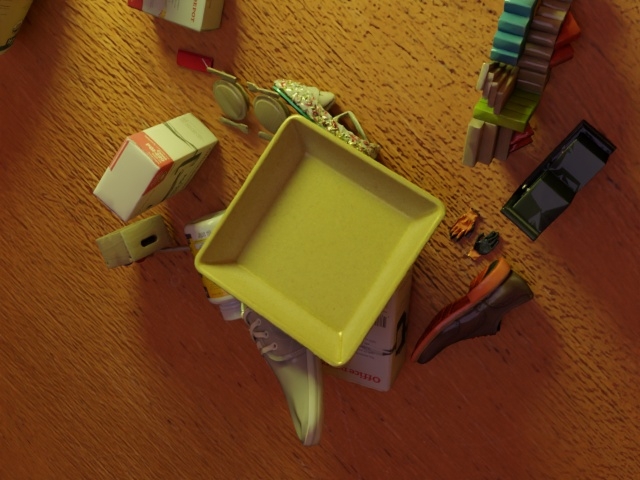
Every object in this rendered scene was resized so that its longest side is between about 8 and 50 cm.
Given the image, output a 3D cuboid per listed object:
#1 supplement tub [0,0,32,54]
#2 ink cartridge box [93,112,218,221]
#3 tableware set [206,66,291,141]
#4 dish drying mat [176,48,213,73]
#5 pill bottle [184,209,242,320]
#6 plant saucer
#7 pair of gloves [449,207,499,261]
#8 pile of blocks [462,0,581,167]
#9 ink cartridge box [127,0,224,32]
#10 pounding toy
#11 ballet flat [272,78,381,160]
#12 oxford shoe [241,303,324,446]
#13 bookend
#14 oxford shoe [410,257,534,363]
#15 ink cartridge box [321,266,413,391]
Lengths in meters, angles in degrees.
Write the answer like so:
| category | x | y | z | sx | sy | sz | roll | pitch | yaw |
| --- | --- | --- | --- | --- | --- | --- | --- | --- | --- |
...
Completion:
| category | x | y | z | sx | sy | sz | roll | pitch | yaw |
| --- | --- | --- | --- | --- | --- | --- | --- | --- | --- |
| supplement tub | -0.684 | -0.552 | 1.507 | 0.228 | 0.228 | 0.316 | 46 | 122 | 5 |
| ink cartridge box | -0.320 | -0.148 | 1.477 | 0.092 | 0.218 | 0.158 | 42 | 122 | 1 |
| tableware set | -0.125 | -0.259 | 1.427 | 0.194 | 0.039 | 0.128 | 26 | 144 | 31 |
| dish drying mat | -0.251 | -0.356 | 1.489 | 0.083 | 0.008 | 0.032 | 19 | 117 | 20 |
| pill bottle | -0.195 | 0.051 | 1.545 | 0.117 | 0.117 | 0.215 | -12 | 102 | 30 |
| plant saucer | 0.000 | 0.000 | 1.320 | 0.333 | 0.081 | 0.333 | 33 | 90 | 14 |
| pair of gloves | 0.276 | -0.009 | 1.347 | 0.083 | 0.010 | 0.074 | 44 | 121 | 5 |
| pile of blocks | 0.322 | -0.274 | 1.146 | 0.112 | 0.149 | 0.362 | 21 | 116 | 19 |
| ink cartridge box | -0.268 | -0.482 | 1.413 | 0.175 | 0.072 | 0.127 | 24 | 117 | 17 |
| pounding toy | -0.382 | 0.008 | 1.630 | 0.130 | 0.141 | 0.100 | -13 | 102 | 45 |
| ballet flat | 0.017 | -0.221 | 1.373 | 0.077 | 0.091 | 0.241 | -43 | 90 | 2 |
| oxford shoe | -0.079 | 0.166 | 1.415 | 0.169 | 0.130 | 0.449 | 123 | 137 | -66 |
| bookend | 0.376 | -0.096 | 1.179 | 0.072 | 0.157 | 0.156 | 43 | 122 | 7 |
| oxford shoe | 0.269 | 0.155 | 1.364 | 0.098 | 0.097 | 0.271 | 42 | 121 | 1 |
| ink cartridge box | 0.075 | 0.151 | 1.439 | 0.172 | 0.100 | 0.237 | 14 | 121 | 22 |
